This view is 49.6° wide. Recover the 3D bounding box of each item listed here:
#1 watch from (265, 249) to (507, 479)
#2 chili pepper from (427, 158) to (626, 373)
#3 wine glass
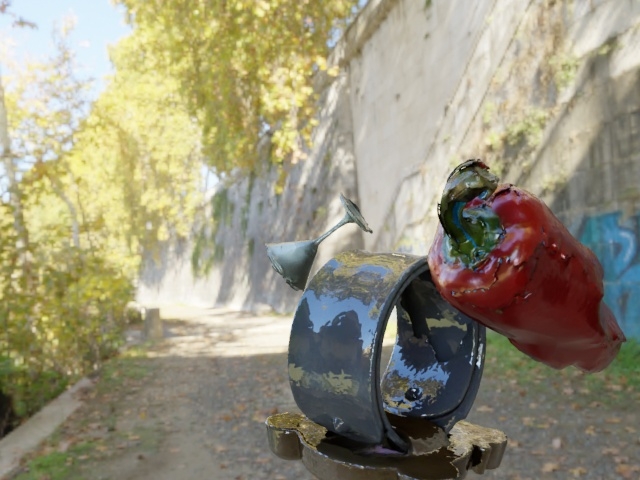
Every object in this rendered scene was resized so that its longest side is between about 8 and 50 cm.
[{"bbox_3d":[0.114,0.176,1.004,0.314,0.326,0.335,5,1,42],"label":"watch"},{"bbox_3d":[0.182,0.039,0.582,0.110,0.110,0.387,-6,-27,40],"label":"chili pepper"},{"bbox_3d":[0.000,0.000,1.306,0.183,0.122,0.122,-37,-12,11],"label":"wine glass"}]
